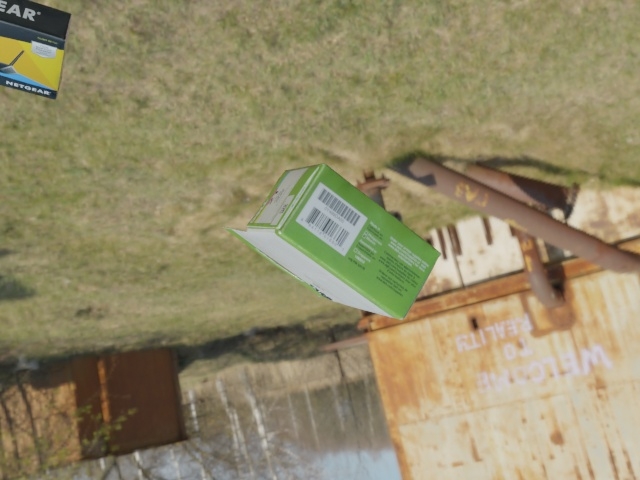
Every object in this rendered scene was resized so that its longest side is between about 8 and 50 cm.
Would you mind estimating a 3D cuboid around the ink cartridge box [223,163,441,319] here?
[{"bbox_3d":[0.000,0.000,0.933,0.188,0.097,0.255,36,169,-20],"label":"ink cartridge box"}]

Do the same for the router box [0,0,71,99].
[{"bbox_3d":[-0.401,-0.245,0.882,0.178,0.046,0.133,13,153,-19],"label":"router box"}]
